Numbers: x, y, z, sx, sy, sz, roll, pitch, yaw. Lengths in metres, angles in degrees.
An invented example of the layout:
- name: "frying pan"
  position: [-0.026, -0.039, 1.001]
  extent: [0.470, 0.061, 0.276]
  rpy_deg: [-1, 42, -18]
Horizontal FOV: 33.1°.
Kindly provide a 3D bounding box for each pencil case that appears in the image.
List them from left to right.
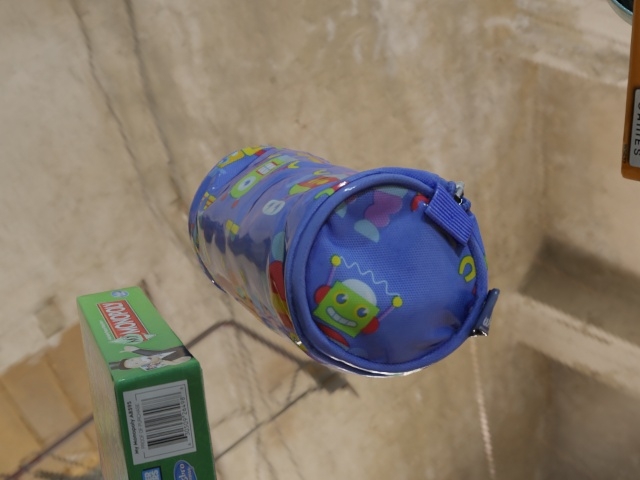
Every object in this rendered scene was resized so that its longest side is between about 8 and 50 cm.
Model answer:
- name: "pencil case"
  position: [0.000, 0.000, 0.712]
  extent: [0.119, 0.133, 0.306]
  rpy_deg: [52, -10, -17]

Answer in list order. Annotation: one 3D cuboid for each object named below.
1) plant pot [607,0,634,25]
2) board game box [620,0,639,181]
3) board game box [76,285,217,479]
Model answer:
- name: "plant pot"
  position: [0.568, -0.444, 1.719]
  extent: [0.272, 0.271, 0.255]
  rpy_deg: [50, 9, 11]
- name: "board game box"
  position: [0.450, -0.209, 0.681]
  extent: [0.356, 0.356, 0.356]
  rpy_deg: [18, -65, 44]
- name: "board game box"
  position: [-0.091, 0.202, 0.633]
  extent: [0.213, 0.046, 0.317]
  rpy_deg: [-158, -120, -70]
